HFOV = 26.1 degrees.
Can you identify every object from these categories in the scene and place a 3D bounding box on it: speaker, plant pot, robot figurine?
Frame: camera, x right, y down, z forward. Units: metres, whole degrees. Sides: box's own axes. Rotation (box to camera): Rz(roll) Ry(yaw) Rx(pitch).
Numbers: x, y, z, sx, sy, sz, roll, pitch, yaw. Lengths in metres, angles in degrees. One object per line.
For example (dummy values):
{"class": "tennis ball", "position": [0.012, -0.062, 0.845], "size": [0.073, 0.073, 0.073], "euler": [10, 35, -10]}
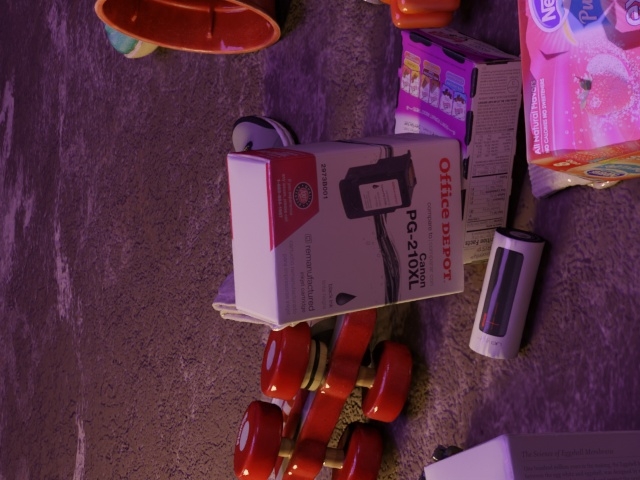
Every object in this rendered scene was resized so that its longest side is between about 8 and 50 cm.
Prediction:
{"class": "speaker", "position": [0.201, 0.058, 1.488], "size": [0.055, 0.055, 0.136], "euler": [35, 117, 57]}
{"class": "plant pot", "position": [-0.180, -0.445, 2.036], "size": [0.272, 0.272, 0.265], "euler": [-13, 68, 60]}
{"class": "robot figurine", "position": [0.115, -0.360, 1.610], "size": [0.128, 0.158, 0.219], "euler": [-14, 73, 30]}

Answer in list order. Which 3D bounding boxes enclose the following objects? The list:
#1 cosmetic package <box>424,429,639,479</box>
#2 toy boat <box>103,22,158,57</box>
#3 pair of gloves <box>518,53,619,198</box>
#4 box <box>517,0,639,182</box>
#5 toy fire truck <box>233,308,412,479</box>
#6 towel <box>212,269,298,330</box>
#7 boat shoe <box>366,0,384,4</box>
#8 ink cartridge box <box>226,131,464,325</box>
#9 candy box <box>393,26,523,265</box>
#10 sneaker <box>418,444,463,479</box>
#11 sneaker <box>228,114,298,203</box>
{"class": "cosmetic package", "position": [0.233, 0.292, 1.230], "size": [0.138, 0.224, 0.224], "euler": [-34, 58, 55]}
{"class": "toy boat", "position": [-0.318, -0.489, 2.378], "size": [0.318, 0.148, 0.267], "euler": [-52, 44, 46]}
{"class": "pair of gloves", "position": [0.268, -0.171, 1.403], "size": [0.204, 0.042, 0.240], "euler": [-10, 78, 61]}
{"class": "box", "position": [0.274, -0.215, 1.250], "size": [0.154, 0.142, 0.300], "euler": [-9, 79, 38]}
{"class": "toy fire truck", "position": [-0.005, 0.171, 1.761], "size": [0.254, 0.169, 0.302], "euler": [-103, 29, -62]}
{"class": "towel", "position": [0.000, 0.000, 1.702], "size": [0.282, 0.049, 0.187], "euler": [-46, 23, -20]}
{"class": "boat shoe", "position": [0.053, -0.389, 1.779], "size": [0.065, 0.075, 0.206], "euler": [-58, 34, 41]}
{"class": "ink cartridge box", "position": [0.031, -0.017, 1.460], "size": [0.100, 0.237, 0.172], "euler": [13, 109, 58]}
{"class": "candy box", "position": [0.148, -0.107, 1.547], "size": [0.159, 0.071, 0.233], "euler": [39, 130, 55]}
{"class": "sneaker", "position": [0.160, 0.347, 1.494], "size": [0.097, 0.135, 0.276], "euler": [106, 174, -45]}
{"class": "sneaker", "position": [-0.084, -0.084, 1.961], "size": [0.100, 0.108, 0.271], "euler": [-64, 35, 38]}
